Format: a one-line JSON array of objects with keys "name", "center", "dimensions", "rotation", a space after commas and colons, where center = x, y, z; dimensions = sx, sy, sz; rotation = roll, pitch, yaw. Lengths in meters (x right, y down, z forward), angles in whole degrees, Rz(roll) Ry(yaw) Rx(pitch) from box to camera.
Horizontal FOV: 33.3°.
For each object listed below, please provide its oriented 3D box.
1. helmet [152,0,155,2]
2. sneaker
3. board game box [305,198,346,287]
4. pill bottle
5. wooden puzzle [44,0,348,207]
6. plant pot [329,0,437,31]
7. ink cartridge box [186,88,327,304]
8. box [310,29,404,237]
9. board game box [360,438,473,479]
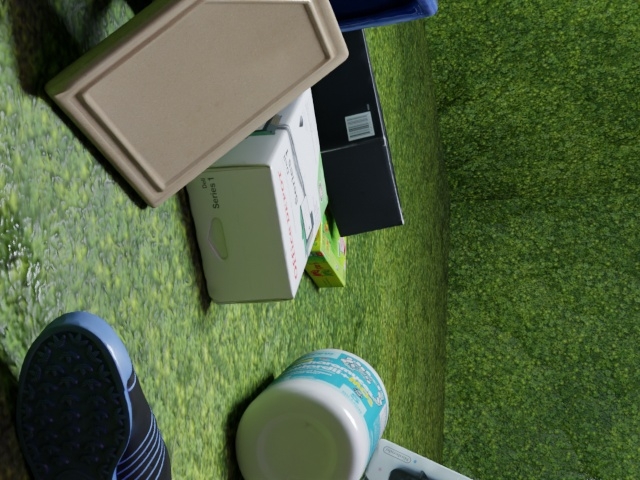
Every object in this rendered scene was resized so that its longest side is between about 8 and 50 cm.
[{"name": "helmet", "center": [-0.083, -0.256, 0.920], "dimensions": [0.161, 0.169, 0.169], "rotation": [124, -34, -82]}, {"name": "sneaker", "center": [-0.151, 0.139, 0.744], "dimensions": [0.090, 0.081, 0.232], "rotation": [-76, 167, -62]}, {"name": "board game box", "center": [0.000, 0.000, 1.548], "dimensions": [0.181, 0.043, 0.092], "rotation": [57, 32, -68]}, {"name": "pill bottle", "center": [0.000, 0.212, 1.267], "dimensions": [0.264, 0.146, 0.146], "rotation": [-30, 118, -77]}, {"name": "wooden puzzle", "center": [-0.089, -0.141, 0.849], "dimensions": [0.044, 0.221, 0.239], "rotation": [50, -4, 21]}, {"name": "plant pot", "center": [-0.012, -0.336, 1.120], "dimensions": [0.236, 0.236, 0.212], "rotation": [-8, 90, -78]}, {"name": "ink cartridge box", "center": [-0.062, -0.054, 1.146], "dimensions": [0.219, 0.092, 0.160], "rotation": [-73, 157, -58]}, {"name": "box", "center": [0.043, -0.166, 1.527], "dimensions": [0.184, 0.103, 0.261], "rotation": [68, 11, -49]}, {"name": "board game box", "center": [0.112, 0.429, 1.295], "dimensions": [0.303, 0.224, 0.097], "rotation": [-63, 165, -17]}]
